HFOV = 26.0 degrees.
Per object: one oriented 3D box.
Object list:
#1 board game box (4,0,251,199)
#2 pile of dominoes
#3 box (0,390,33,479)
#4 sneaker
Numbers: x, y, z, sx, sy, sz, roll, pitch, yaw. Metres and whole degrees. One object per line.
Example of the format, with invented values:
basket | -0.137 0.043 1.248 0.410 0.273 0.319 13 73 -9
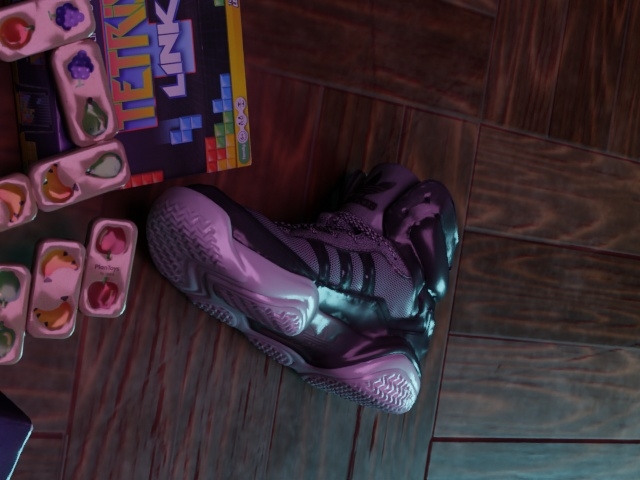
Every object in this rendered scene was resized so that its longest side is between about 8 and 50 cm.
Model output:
board game box | -0.114 -0.119 0.832 0.141 0.048 0.170 -15 106 -40
pile of dominoes | -0.210 -0.007 0.732 0.251 0.040 0.196 -22 112 -23
box | -0.328 0.148 0.564 0.294 0.183 0.296 22 92 -40
sneaker | 0.000 0.000 0.922 0.268 0.101 0.153 42 68 -44
